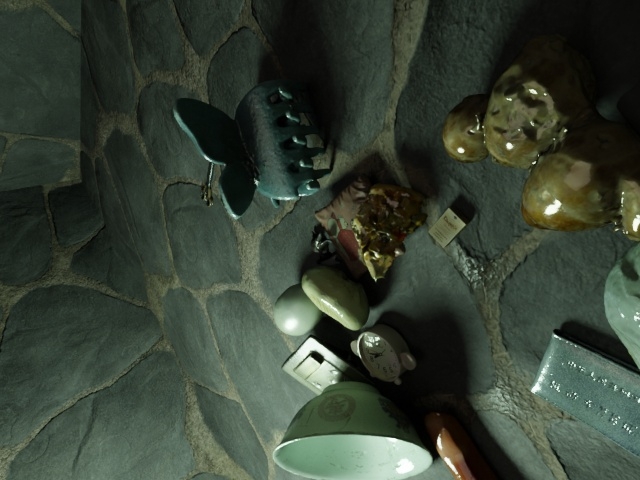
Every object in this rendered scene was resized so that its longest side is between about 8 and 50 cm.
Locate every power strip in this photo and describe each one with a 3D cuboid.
[{"bbox_3d":[0.025,0.416,1.311,0.251,0.092,0.257,33,135,-3],"label":"power strip"}]

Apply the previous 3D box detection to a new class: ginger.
[{"bbox_3d":[0.362,-0.143,0.634,0.375,0.176,0.256,58,145,29],"label":"ginger"}]

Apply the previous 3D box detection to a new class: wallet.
[{"bbox_3d":[0.524,0.283,0.757,0.222,0.036,0.167,28,126,38],"label":"wallet"}]

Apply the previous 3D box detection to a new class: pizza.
[{"bbox_3d":[0.141,-0.032,0.934,0.147,0.069,0.226,36,94,13],"label":"pizza"}]

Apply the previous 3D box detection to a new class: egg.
[{"bbox_3d":[-0.066,0.215,1.291,0.151,0.151,0.209,51,134,20],"label":"egg"}]

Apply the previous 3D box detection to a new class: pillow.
[{"bbox_3d":[0.096,-0.028,1.058,0.223,0.084,0.236,-42,73,49],"label":"pillow"}]

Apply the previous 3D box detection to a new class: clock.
[{"bbox_3d":[0.179,0.314,1.136,0.229,0.063,0.155,-3,106,51],"label":"clock"}]

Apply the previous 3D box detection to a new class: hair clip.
[{"bbox_3d":[-0.132,-0.247,1.078,0.239,0.392,0.318,-15,94,23],"label":"hair clip"}]

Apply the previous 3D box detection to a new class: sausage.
[{"bbox_3d":[0.369,0.564,1.016,0.300,0.083,0.089,58,145,17],"label":"sausage"}]

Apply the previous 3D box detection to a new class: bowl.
[{"bbox_3d":[0.089,0.536,1.172,0.195,0.435,0.434,-85,19,-44],"label":"bowl"}]

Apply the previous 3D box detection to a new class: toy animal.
[{"bbox_3d":[0.004,0.010,1.159,0.202,0.070,0.105,-123,16,-69],"label":"toy animal"}]

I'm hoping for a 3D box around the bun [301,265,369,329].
[{"bbox_3d":[0.053,0.146,1.136,0.222,0.127,0.222,40,165,13],"label":"bun"}]

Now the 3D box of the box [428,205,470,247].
[{"bbox_3d":[0.283,-0.030,0.898,0.053,0.024,0.083,51,135,19],"label":"box"}]

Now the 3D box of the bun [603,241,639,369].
[{"bbox_3d":[0.566,0.111,0.502,0.362,0.211,0.361,22,123,39],"label":"bun"}]

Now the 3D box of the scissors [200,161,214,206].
[{"bbox_3d":[-0.445,-0.236,1.619,0.088,0.017,0.220,47,135,28],"label":"scissors"}]

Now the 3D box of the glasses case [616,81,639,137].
[{"bbox_3d":[0.488,-0.144,0.552,0.072,0.042,0.190,-43,46,42],"label":"glasses case"}]
